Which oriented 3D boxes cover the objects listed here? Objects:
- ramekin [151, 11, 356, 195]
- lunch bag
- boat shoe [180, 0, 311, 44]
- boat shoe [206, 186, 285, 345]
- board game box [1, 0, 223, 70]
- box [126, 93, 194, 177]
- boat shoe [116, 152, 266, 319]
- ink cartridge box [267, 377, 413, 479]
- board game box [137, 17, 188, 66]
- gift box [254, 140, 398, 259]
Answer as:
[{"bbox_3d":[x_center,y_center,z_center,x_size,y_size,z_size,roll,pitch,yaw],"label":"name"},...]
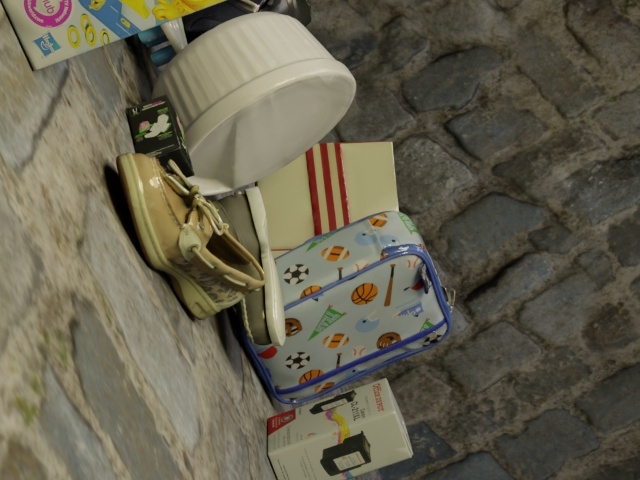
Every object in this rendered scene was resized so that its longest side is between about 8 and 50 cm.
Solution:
[{"bbox_3d":[-0.100,-0.185,1.585,0.127,0.273,0.273,58,-1,15],"label":"ramekin"},{"bbox_3d":[0.040,0.103,1.714,0.115,0.304,0.243,-112,-179,-47],"label":"lunch bag"},{"bbox_3d":[-0.189,-0.334,1.763,0.341,0.158,0.127,14,-43,40],"label":"boat shoe"},{"bbox_3d":[-0.104,0.037,1.574,0.305,0.091,0.109,-105,-174,-54],"label":"boat shoe"},{"bbox_3d":[-0.152,-0.336,0.981,0.086,0.302,0.308,-104,173,-67],"label":"board game box"},{"bbox_3d":[-0.186,-0.115,1.401,0.062,0.052,0.083,67,5,-59],"label":"box"},{"bbox_3d":[-0.135,-0.012,1.257,0.285,0.089,0.104,65,7,-62],"label":"boat shoe"},{"bbox_3d":[0.024,0.259,1.588,0.127,0.175,0.072,-101,171,-76],"label":"ink cartridge box"},{"bbox_3d":[-0.296,-0.477,1.583,0.390,0.050,0.389,60,11,-53],"label":"board game box"},{"bbox_3d":[0.000,0.000,1.884,0.276,0.255,0.258,81,4,-70],"label":"gift box"}]
